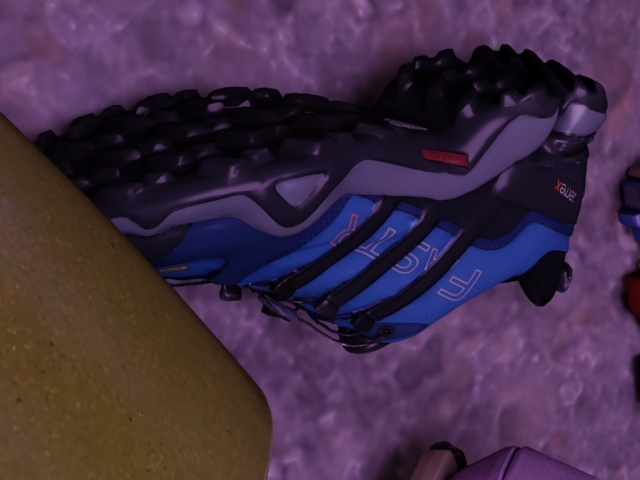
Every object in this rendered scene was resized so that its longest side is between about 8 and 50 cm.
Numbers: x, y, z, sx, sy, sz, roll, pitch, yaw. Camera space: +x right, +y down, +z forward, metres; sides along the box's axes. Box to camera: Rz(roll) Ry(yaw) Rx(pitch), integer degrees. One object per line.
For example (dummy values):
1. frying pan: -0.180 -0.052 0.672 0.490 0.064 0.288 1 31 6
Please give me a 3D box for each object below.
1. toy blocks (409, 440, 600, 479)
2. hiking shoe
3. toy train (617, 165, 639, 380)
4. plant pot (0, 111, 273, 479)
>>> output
1. toy blocks: 0.148 0.287 0.647 0.309 0.260 0.288 -57 134 -47
2. hiking shoe: 0.000 0.000 0.666 0.304 0.113 0.132 -11 114 -23
3. toy train: 0.189 0.030 0.836 0.036 0.027 0.158 -13 104 -19
4. plant pot: -0.205 0.010 0.458 0.275 0.275 0.293 -38 110 -21
